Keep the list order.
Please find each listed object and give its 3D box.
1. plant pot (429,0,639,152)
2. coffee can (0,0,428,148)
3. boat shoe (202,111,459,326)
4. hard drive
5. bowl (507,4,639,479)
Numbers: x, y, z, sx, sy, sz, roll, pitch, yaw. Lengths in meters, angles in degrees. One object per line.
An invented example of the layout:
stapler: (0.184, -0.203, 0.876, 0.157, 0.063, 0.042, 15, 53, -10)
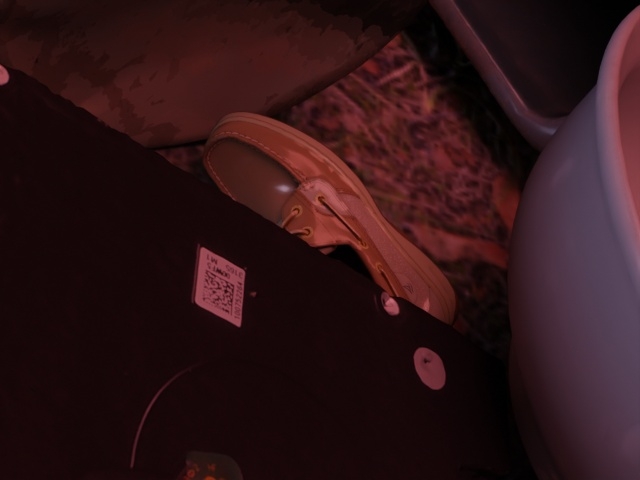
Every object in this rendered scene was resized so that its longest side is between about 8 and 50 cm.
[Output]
plant pot: (0.195, -0.217, 0.741, 0.252, 0.248, 0.247, -8, 60, -54)
coffee can: (-0.085, -0.206, 0.582, 0.201, 0.201, 0.275, -9, 63, -35)
boat shoe: (0.000, 0.000, 0.583, 0.135, 0.050, 0.045, 40, 41, 2)
hard drive: (-0.071, 0.077, 0.414, 0.339, 0.064, 0.237, 31, 43, -32)
bowl: (0.174, 0.057, 0.567, 0.297, 0.134, 0.298, 26, 45, -30)
